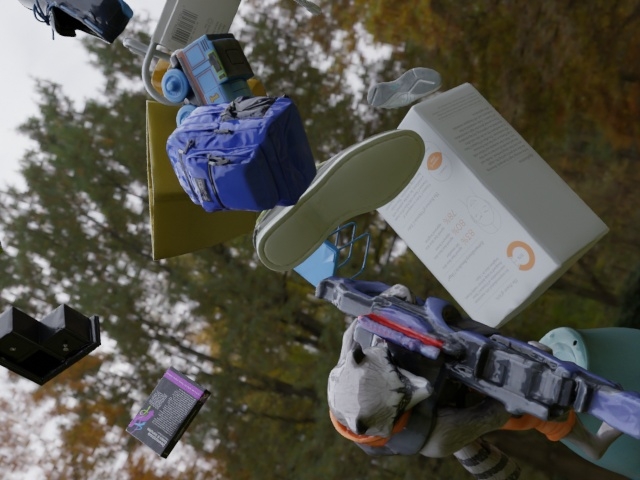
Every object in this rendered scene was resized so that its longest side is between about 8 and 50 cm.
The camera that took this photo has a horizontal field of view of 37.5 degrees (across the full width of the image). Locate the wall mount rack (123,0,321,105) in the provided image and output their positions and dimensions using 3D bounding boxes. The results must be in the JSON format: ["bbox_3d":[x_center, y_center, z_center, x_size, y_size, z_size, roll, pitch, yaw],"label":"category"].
[{"bbox_3d":[-0.166,-0.381,1.662,0.130,0.304,0.350,-150,83,-79],"label":"wall mount rack"}]

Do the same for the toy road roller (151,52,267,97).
[{"bbox_3d":[-0.225,-0.194,1.866,0.329,0.203,0.240,73,-141,-65],"label":"toy road roller"}]

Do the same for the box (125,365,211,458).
[{"bbox_3d":[-0.313,0.352,1.939,0.162,0.116,0.029,-55,-38,-13],"label":"box"}]

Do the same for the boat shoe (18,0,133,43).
[{"bbox_3d":[-0.450,-0.403,1.655,0.109,0.258,0.089,34,-104,-53],"label":"boat shoe"}]

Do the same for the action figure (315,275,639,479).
[{"bbox_3d":[0.144,0.160,0.851,0.330,0.341,0.178,19,-88,-42],"label":"action figure"}]

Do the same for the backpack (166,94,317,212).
[{"bbox_3d":[-0.082,-0.077,0.866,0.101,0.120,0.098,-51,-44,-46],"label":"backpack"}]

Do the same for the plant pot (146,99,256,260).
[{"bbox_3d":[-0.211,-0.107,1.688,0.212,0.187,0.212,107,157,-57],"label":"plant pot"}]

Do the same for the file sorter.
[{"bbox_3d":[0.000,0.000,1.813,0.104,0.170,0.118,-29,-37,-34],"label":"file sorter"}]

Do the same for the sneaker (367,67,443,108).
[{"bbox_3d":[0.165,-0.282,1.762,0.061,0.152,0.053,13,-110,-53],"label":"sneaker"}]

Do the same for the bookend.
[{"bbox_3d":[-0.514,0.173,1.729,0.156,0.157,0.072,42,-159,-43],"label":"bookend"}]

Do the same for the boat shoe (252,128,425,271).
[{"bbox_3d":[0.022,-0.075,1.447,0.305,0.091,0.109,-38,-64,0],"label":"boat shoe"}]

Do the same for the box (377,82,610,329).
[{"bbox_3d":[0.264,-0.055,1.576,0.168,0.345,0.215,-28,-19,-41],"label":"box"}]

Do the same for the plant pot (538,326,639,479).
[{"bbox_3d":[0.503,0.268,1.629,0.271,0.255,0.271,-53,27,43],"label":"plant pot"}]

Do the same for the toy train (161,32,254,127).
[{"bbox_3d":[-0.123,-0.165,1.175,0.080,0.105,0.184,-23,-93,-57],"label":"toy train"}]

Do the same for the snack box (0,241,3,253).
[{"bbox_3d":[-0.479,-0.021,1.182,0.100,0.037,0.141,-30,-58,-10],"label":"snack box"}]
